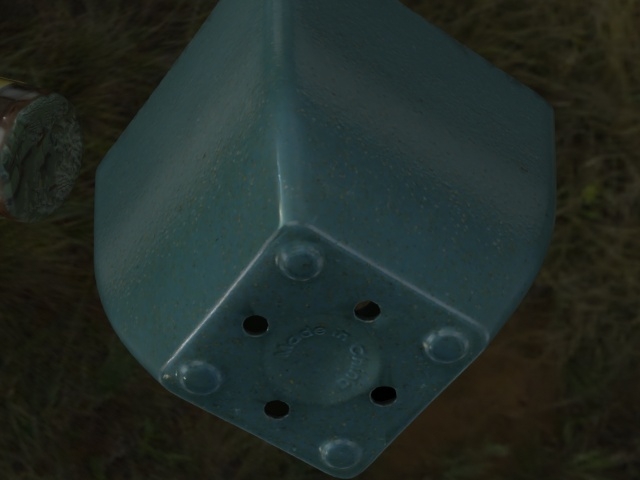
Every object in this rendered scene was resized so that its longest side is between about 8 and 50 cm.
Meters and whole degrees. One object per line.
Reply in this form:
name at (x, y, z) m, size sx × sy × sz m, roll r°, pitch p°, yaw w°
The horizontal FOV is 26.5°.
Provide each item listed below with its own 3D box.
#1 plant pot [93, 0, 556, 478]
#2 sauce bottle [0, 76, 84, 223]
plant pot at (0.000, 0.000, 0.881) m, size 0.247 × 0.252 × 0.248 m, roll 31°, pitch 119°, yaw -19°
sauce bottle at (-0.356, -0.098, 1.110) m, size 0.111 × 0.344 × 0.111 m, roll -36°, pitch 134°, yaw -51°
